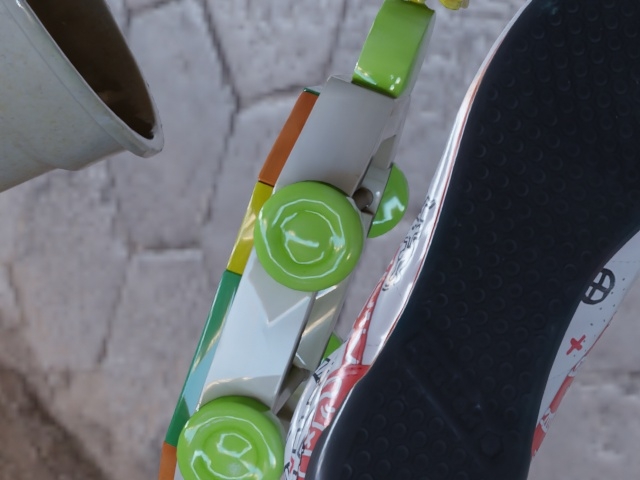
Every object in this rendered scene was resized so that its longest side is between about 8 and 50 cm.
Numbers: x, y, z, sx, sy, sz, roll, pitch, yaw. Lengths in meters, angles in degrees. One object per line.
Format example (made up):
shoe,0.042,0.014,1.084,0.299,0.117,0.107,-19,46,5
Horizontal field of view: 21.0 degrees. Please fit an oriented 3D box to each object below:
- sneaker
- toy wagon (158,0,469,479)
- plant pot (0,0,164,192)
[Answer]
sneaker,0.068,0.003,0.634,0.270,0.090,0.145,-61,2,-9
toy wagon,0.000,0.000,0.981,0.267,0.068,0.344,-39,-31,-80
plant pot,-0.327,-0.128,1.221,0.305,0.334,0.333,-31,54,5
